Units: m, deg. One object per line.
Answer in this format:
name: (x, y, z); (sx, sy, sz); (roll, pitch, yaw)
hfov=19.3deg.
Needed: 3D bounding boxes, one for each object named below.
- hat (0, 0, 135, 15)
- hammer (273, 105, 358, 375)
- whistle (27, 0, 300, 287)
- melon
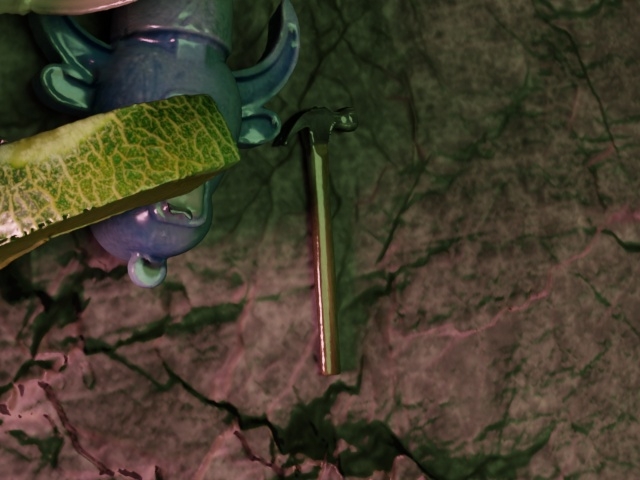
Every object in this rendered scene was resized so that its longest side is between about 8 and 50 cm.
hat: (-0.154, -0.260, 1.105); (0.275, 0.161, 0.232); (-47, 108, -4)
hammer: (0.000, 0.000, 1.264); (0.062, 0.017, 0.182); (-1, 87, -35)
whistle: (-0.097, -0.102, 1.167); (0.180, 0.093, 0.269); (12, 73, -26)
melon: (-0.150, -0.028, 1.053); (0.209, 0.118, 0.064); (-20, 82, -6)
